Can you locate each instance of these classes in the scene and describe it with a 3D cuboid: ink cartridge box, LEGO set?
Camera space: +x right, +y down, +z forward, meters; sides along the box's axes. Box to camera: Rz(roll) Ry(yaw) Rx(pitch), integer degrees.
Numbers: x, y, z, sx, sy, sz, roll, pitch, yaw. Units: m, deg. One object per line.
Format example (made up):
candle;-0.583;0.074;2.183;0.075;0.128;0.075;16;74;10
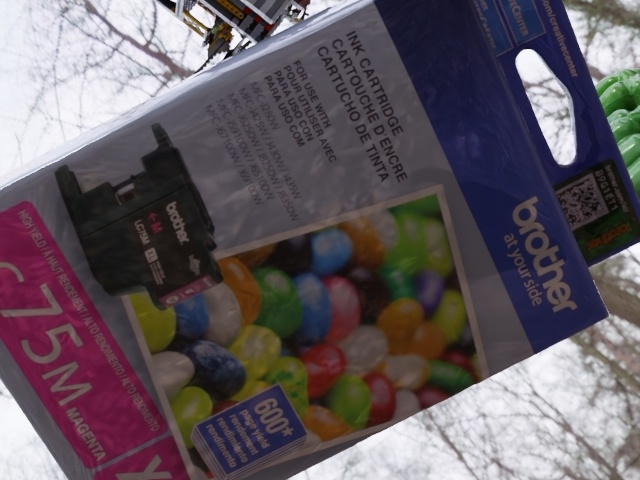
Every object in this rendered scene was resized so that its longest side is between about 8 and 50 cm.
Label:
ink cartridge box;0.000;0.000;0.408;0.311;0.065;0.185;-27;-74;-1
LEGO set;-0.063;-0.318;0.962;0.192;0.331;0.255;38;-108;-7

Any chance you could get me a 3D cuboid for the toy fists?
toy fists;0.346;-0.101;0.916;0.142;0.279;0.096;27;-55;-3
